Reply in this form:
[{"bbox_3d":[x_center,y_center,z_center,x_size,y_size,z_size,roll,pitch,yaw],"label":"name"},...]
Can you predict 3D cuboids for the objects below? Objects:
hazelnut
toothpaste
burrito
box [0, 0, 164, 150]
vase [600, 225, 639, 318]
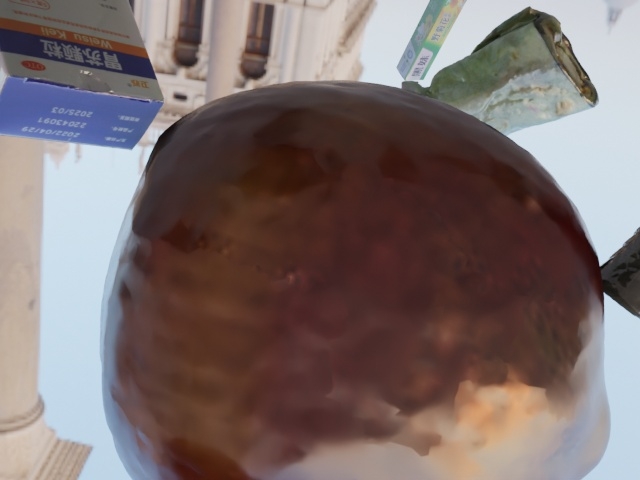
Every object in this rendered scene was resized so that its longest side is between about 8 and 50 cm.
[{"bbox_3d":[0.019,0.081,0.637,0.421,0.421,0.353,27,-166,33],"label":"hazelnut"},{"bbox_3d":[0.184,-0.344,1.331,0.043,0.178,0.037,-11,-123,-30],"label":"toothpaste"},{"bbox_3d":[0.207,-0.175,0.985,0.229,0.144,0.089,-26,-158,34],"label":"burrito"},{"bbox_3d":[-0.344,-0.268,1.014,0.200,0.106,0.299,2,-127,-42],"label":"box"},{"bbox_3d":[0.302,-0.044,0.591,0.115,0.237,0.115,31,-167,-8],"label":"vase"}]
